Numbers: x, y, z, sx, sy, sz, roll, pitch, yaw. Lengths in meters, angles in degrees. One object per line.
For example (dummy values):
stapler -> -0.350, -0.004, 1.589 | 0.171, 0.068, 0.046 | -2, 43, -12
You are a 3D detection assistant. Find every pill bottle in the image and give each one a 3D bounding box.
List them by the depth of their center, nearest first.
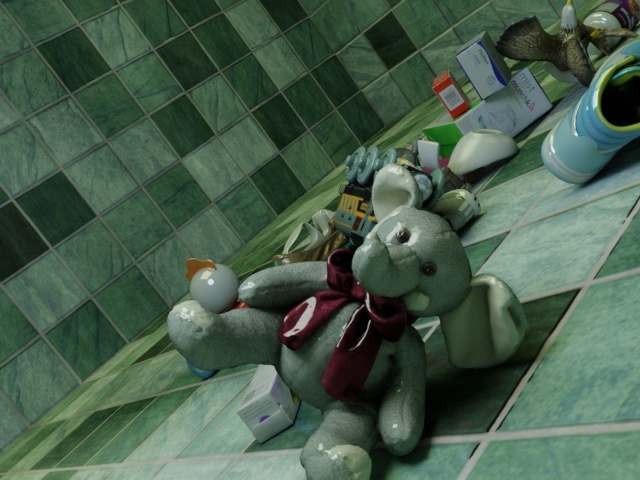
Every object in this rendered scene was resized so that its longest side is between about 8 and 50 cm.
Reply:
pill bottle -> 0.769, -0.575, 2.011 | 0.193, 0.108, 0.108 | -42, 10, -30

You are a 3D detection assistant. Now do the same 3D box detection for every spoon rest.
spoon rest -> 0.318, -0.190, 1.632 | 0.276, 0.084, 0.137 | -13, 23, -39

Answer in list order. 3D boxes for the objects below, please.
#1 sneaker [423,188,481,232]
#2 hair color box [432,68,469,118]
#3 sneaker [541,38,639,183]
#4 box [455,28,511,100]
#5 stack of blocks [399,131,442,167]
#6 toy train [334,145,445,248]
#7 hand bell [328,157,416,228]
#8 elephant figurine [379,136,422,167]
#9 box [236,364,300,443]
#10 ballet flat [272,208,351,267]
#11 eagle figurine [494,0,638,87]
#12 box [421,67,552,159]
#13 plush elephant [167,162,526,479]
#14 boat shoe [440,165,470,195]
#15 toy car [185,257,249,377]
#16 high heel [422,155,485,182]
sneaker -> 0.187, -0.022, 1.435 | 0.229, 0.086, 0.132 | -24, 17, 51
hair color box -> 0.323, -0.366, 1.863 | 0.053, 0.093, 0.167 | -33, 10, 19
sneaker -> 0.483, -0.234, 1.132 | 0.319, 0.127, 0.208 | -50, -5, -21
box -> 0.388, -0.417, 1.781 | 0.072, 0.126, 0.137 | -29, 13, 28
stack of blocks -> 0.347, -0.292, 2.215 | 0.297, 0.087, 0.171 | -37, 8, -5
toy train -> 0.111, -0.070, 1.414 | 0.190, 0.142, 0.334 | -67, 16, 1
hand bell -> 0.113, -0.088, 1.728 | 0.242, 0.126, 0.126 | -28, 4, -29
elephant figurine -> 0.167, -0.142, 1.969 | 0.186, 0.169, 0.239 | -9, -12, -9
box -> -0.059, 0.210, 1.223 | 0.067, 0.063, 0.324 | -33, 9, 15
ballet flat -> 0.000, 0.000, 1.827 | 0.342, 0.124, 0.116 | -38, 7, -40
eagle figurine -> 0.568, -0.456, 1.764 | 0.226, 0.225, 0.298 | -20, 15, 47
box -> 0.418, -0.308, 1.909 | 0.231, 0.127, 0.262 | -38, 10, -4
plush elephant -> 0.060, 0.072, 0.819 | 0.330, 0.272, 0.255 | -9, -44, -53
boat shoe -> 0.183, -0.063, 1.613 | 0.116, 0.096, 0.324 | -42, 11, -39
toy car -> -0.231, 0.139, 1.687 | 0.210, 0.238, 0.219 | -29, 11, 40
high heel -> 0.248, -0.146, 1.716 | 0.244, 0.082, 0.117 | -21, 19, 3
